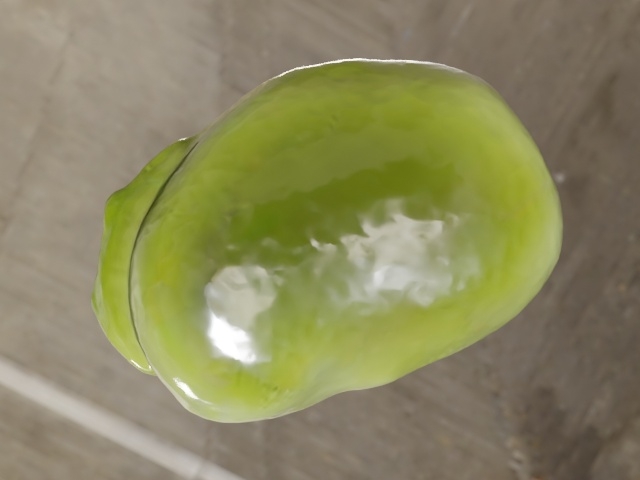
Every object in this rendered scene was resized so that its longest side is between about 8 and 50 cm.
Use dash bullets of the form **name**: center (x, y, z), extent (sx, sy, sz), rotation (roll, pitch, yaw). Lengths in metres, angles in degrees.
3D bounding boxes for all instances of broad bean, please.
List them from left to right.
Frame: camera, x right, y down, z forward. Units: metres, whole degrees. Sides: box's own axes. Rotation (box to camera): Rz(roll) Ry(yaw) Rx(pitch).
- **broad bean**: center (0.000, 0.000, 0.693), extent (0.174, 0.124, 0.082), rotation (-30, 2, -9)
